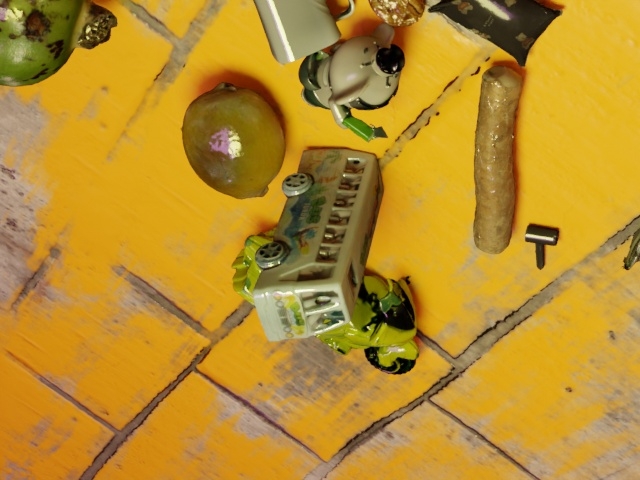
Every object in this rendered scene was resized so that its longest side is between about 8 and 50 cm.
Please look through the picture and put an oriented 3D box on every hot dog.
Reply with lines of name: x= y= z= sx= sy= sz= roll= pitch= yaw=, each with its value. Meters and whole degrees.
hot dog: x=0.098 y=-0.316 z=1.635 sx=0.083 sy=0.035 sz=0.058 roll=37 pitch=141 yaw=-7

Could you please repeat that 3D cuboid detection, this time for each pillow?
pillow: x=0.221 y=-0.292 z=1.583 sx=0.150 sy=0.048 sz=0.090 roll=29 pitch=145 yaw=-4

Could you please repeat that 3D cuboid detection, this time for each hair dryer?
hair dryer: x=0.325 y=0.014 z=1.827 sx=0.047 sy=0.026 sz=0.083 roll=11 pitch=137 yaw=20

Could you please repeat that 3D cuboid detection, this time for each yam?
yam: x=0.244 y=-0.111 z=1.724 sx=0.066 sy=0.066 sz=0.300 roll=12 pitch=134 yaw=18

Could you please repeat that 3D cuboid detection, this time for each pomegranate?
pomegranate: x=-0.424 y=-0.336 z=1.753 sx=0.270 sy=0.254 sz=0.254 roll=16 pitch=136 yaw=-1

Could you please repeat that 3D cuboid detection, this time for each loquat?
loquat: x=-0.126 y=-0.142 z=1.840 sx=0.152 sy=0.152 sz=0.195 roll=3 pitch=122 yaw=26

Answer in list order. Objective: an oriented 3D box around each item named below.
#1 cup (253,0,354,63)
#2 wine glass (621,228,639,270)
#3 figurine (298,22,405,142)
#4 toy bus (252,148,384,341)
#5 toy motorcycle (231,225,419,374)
cup: x=-0.024 y=-0.319 z=1.658 sx=0.128 sy=0.095 sz=0.129 roll=-24 pitch=120 yaw=-1
wine glass: x=0.503 y=0.042 z=1.724 sx=0.155 sy=0.072 sz=0.072 roll=25 pitch=137 yaw=4
figurine: x=0.048 y=-0.222 z=1.682 sx=0.126 sy=0.147 sz=0.192 roll=31 pitch=159 yaw=-26
toy bus: x=0.000 y=0.000 z=1.767 sx=0.135 sy=0.330 sz=0.109 roll=-1 pitch=130 yaw=16
toy motorcycle: x=0.019 y=0.099 z=1.986 sx=0.342 sy=0.142 sz=0.206 roll=29 pitch=135 yaw=-1
